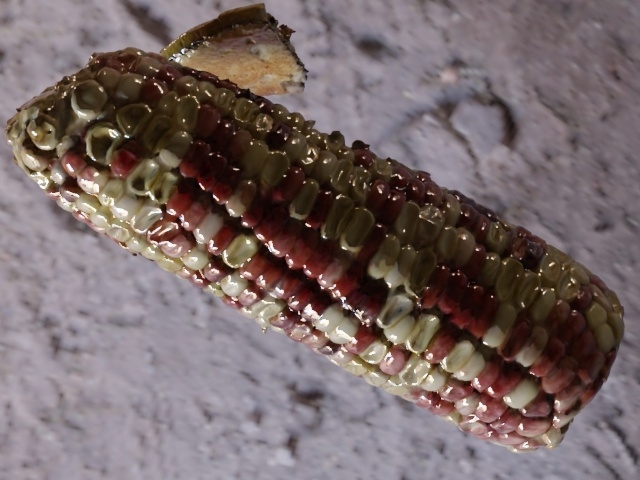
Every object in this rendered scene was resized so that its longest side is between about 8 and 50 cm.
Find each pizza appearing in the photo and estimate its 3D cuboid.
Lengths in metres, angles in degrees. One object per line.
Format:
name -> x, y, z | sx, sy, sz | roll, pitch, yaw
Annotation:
pizza -> -0.039, -0.087, 0.899 | 0.083, 0.078, 0.025 | -27, 63, 34

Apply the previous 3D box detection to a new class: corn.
corn -> 0.000, 0.000, 0.849 | 0.098, 0.290, 0.098 | -59, 10, 17
